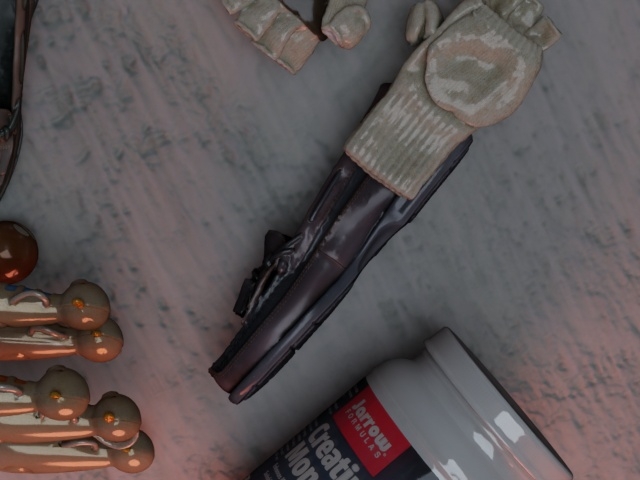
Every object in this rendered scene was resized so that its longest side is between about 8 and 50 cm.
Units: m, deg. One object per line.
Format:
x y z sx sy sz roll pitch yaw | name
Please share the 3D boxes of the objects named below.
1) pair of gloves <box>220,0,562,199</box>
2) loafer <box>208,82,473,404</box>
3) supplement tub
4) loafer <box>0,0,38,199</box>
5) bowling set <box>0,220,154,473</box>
0.061 -0.178 1.281 0.204 0.042 0.240 -43 88 -3 | pair of gloves
0.000 0.000 1.339 0.095 0.109 0.302 41 89 4 | loafer
0.057 0.222 1.342 0.272 0.191 0.191 -41 105 3 | supplement tub
-0.279 -0.131 1.267 0.096 0.084 0.268 11 102 -10 | loafer
-0.215 0.077 1.277 0.154 0.287 0.200 2 75 0 | bowling set
